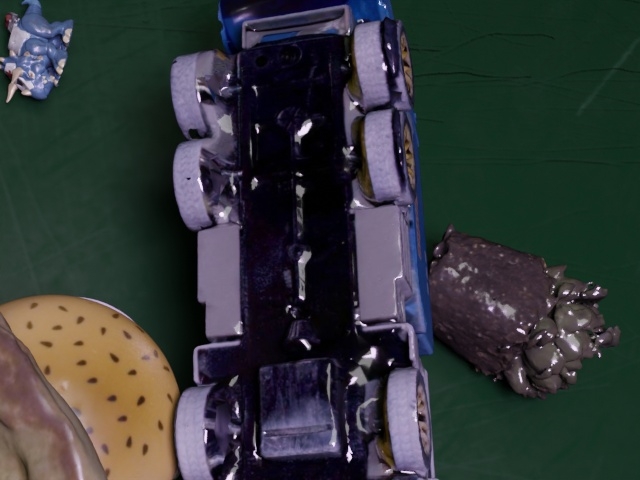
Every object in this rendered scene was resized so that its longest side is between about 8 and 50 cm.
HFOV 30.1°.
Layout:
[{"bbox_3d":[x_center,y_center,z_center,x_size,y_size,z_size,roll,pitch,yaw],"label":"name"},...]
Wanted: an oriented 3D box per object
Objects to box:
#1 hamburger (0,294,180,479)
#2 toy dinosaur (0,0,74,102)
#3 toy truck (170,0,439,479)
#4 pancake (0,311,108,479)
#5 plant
[{"bbox_3d":[-0.154,0.105,0.674,0.175,0.137,0.175,9,59,-16],"label":"hamburger"},{"bbox_3d":[-0.200,-0.135,0.832,0.047,0.030,0.083,14,61,-16],"label":"toy dinosaur"},{"bbox_3d":[0.000,0.000,0.739,0.146,0.175,0.368,-6,66,13],"label":"toy truck"},{"bbox_3d":[-0.235,0.138,0.593,0.294,0.049,0.295,-1,87,20],"label":"pancake"},{"bbox_3d":[0.136,0.051,0.835,0.143,0.094,0.092,29,48,0],"label":"plant"}]
